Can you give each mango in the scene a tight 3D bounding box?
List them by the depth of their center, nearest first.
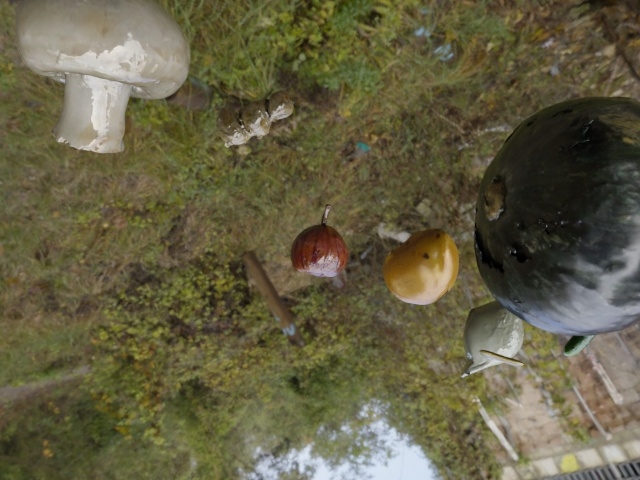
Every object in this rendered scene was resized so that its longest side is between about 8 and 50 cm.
[{"bbox_3d":[0.294,0.078,1.460,0.160,0.191,0.290,-33,162,-34],"label":"mango"}]

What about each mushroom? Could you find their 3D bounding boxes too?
[{"bbox_3d":[-0.382,-0.301,0.908,0.298,0.289,0.297,7,-172,-1],"label":"mushroom"}]

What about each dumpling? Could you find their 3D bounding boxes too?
[{"bbox_3d":[0.392,0.207,1.175,0.126,0.215,0.166,4,178,13],"label":"dumpling"}]

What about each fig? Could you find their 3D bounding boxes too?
[{"bbox_3d":[-0.009,0.014,1.105,0.129,0.150,0.128,-24,-172,3],"label":"fig"}]

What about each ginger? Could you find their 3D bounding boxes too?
[{"bbox_3d":[-0.159,-0.305,1.264,0.204,0.104,0.080,-19,-176,7],"label":"ginger"}]

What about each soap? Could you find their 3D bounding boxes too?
[{"bbox_3d":[0.369,0.240,1.046,0.034,0.089,0.012,64,44,-66],"label":"soap"}]

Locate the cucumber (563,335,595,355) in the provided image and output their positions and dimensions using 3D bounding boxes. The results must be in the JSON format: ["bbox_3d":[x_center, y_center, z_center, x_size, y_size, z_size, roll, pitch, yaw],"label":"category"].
[{"bbox_3d":[0.559,0.186,1.067,0.037,0.037,0.155,-10,131,-56],"label":"cucumber"}]

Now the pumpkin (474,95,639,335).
[{"bbox_3d":[0.476,-0.048,0.967,0.344,0.453,0.454,15,154,-13],"label":"pumpkin"}]
